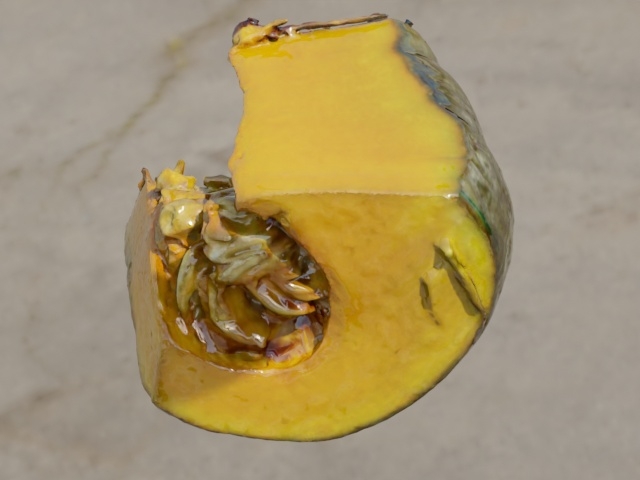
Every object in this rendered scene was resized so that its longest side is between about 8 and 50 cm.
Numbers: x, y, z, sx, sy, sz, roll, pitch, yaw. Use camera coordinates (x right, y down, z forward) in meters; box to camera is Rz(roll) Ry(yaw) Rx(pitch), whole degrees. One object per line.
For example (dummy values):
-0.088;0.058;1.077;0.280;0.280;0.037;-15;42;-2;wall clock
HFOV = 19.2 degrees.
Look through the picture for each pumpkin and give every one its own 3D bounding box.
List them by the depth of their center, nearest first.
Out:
0.000;0.000;1.414;0.256;0.303;0.225;20;35;-16;pumpkin
